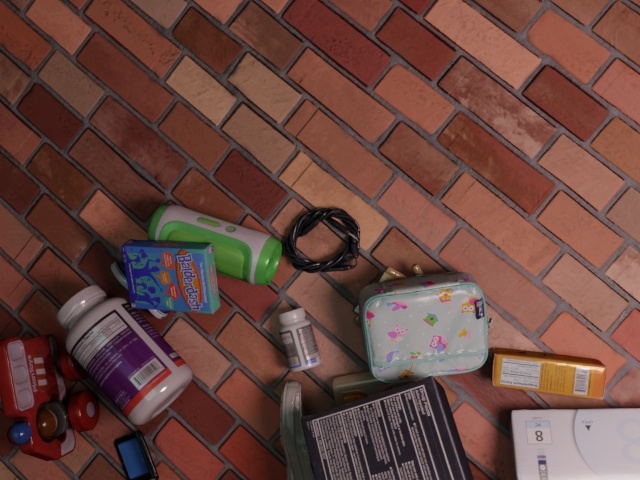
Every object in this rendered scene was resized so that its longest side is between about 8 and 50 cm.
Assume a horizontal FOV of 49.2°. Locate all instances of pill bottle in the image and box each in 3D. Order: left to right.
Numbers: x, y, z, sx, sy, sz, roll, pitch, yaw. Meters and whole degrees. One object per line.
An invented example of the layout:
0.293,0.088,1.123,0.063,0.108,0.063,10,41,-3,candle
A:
-0.465,0.262,1.642,0.323,0.181,0.181,45,96,9,pill bottle
-0.052,0.228,1.620,0.078,0.078,0.137,-16,86,9,pill bottle

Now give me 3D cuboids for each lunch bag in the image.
0.229,0.192,1.516,0.279,0.108,0.224,-7,104,-1,lunch bag

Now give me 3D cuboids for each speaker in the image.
-0.246,0.009,1.636,0.296,0.131,0.131,18,92,10,speaker

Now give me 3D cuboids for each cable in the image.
0.000,0.000,1.632,0.184,0.047,0.150,-2,88,11,cable

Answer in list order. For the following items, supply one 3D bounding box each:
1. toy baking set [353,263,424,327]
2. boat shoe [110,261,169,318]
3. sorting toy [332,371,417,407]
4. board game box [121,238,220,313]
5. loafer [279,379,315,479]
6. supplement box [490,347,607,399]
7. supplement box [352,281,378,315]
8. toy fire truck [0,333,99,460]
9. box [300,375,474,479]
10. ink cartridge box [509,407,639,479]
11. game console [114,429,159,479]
0.190,0.178,1.583,0.197,0.030,0.256,-34,104,5,toy baking set
-0.419,0.099,1.700,0.183,0.065,0.083,44,96,1,boat shoe
0.137,0.402,1.593,0.193,0.038,0.208,-11,94,10,sorting toy
-0.341,0.082,1.598,0.210,0.047,0.160,2,111,15,board game box
-0.029,0.474,1.601,0.111,0.112,0.319,-7,95,5,loafer
0.491,0.287,1.522,0.233,0.078,0.080,8,93,11,supplement box
0.116,0.139,1.603,0.043,0.055,0.083,37,96,9,supplement box
-0.661,0.368,1.637,0.169,0.254,0.302,-11,87,10,toy fire truck
0.152,0.473,1.441,0.294,0.183,0.296,-20,66,12,box
0.556,0.533,1.409,0.308,0.091,0.385,-3,56,10,ink cartridge box
-0.446,0.530,1.691,0.071,0.107,0.122,-21,85,-19,game console
